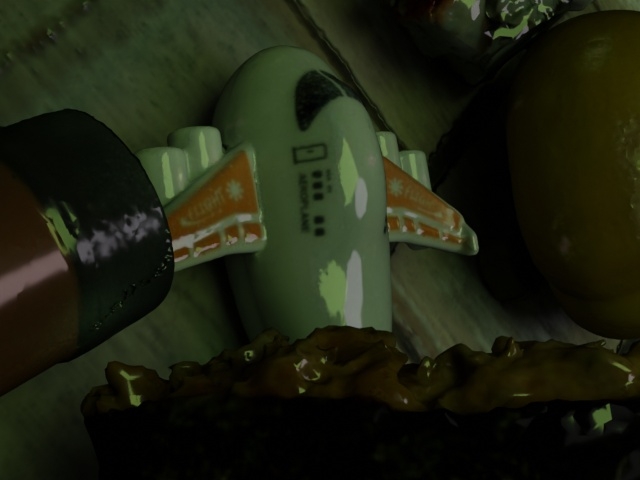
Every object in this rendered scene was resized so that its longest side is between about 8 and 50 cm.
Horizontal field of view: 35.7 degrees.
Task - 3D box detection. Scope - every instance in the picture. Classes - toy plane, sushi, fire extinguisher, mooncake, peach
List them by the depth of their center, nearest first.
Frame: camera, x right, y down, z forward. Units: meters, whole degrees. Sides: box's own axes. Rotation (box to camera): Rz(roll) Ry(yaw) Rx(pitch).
[{"bbox_3d":[-0.252,0.043,0.388,0.200,0.113,0.376,33,43,24],"label":"fire extinguisher"},{"bbox_3d":[0.064,0.150,0.449,0.348,0.234,0.208,2,68,5],"label":"sushi"},{"bbox_3d":[0.000,0.000,0.586,0.244,0.117,0.245,11,71,-36],"label":"toy plane"},{"bbox_3d":[0.081,-0.087,0.677,0.347,0.057,0.150,45,41,-50],"label":"mooncake"},{"bbox_3d":[0.224,-0.046,0.745,0.251,0.153,0.251,6,83,-54],"label":"peach"},{"bbox_3d":[0.159,-0.218,0.780,0.130,0.124,0.332,50,52,-4],"label":"sushi"}]
